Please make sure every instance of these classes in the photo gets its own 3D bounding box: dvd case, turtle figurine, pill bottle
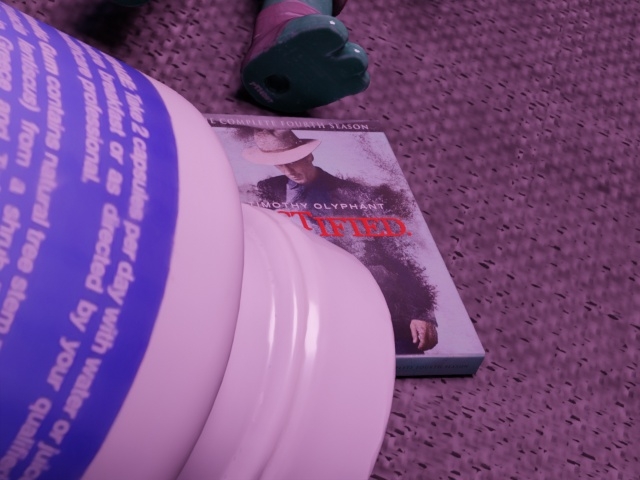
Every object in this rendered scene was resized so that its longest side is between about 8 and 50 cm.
[{"bbox_3d":[0.000,0.000,0.703,0.087,0.013,0.119,1,45,-25],"label":"dvd case"},{"bbox_3d":[-0.008,-0.167,0.799,0.175,0.118,0.234,21,52,-4],"label":"turtle figurine"},{"bbox_3d":[-0.116,0.006,0.494,0.272,0.152,0.152,26,35,-34],"label":"pill bottle"}]
